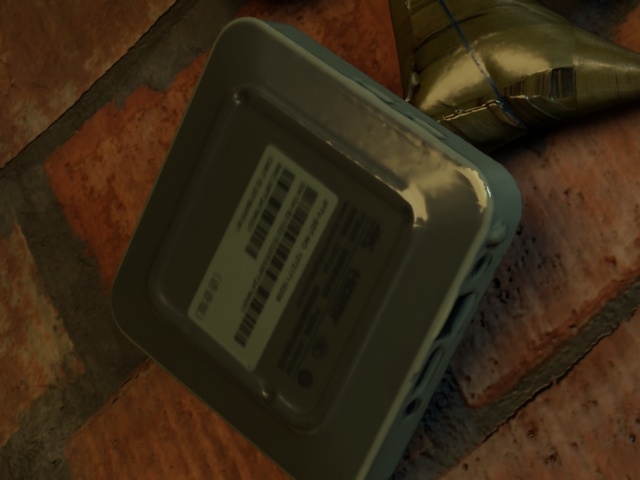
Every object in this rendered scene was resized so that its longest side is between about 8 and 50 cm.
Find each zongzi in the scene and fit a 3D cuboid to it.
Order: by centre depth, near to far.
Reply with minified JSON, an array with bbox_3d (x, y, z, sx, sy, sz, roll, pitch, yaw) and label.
[{"bbox_3d":[0.206,-0.223,1.833,0.289,0.123,0.260,-19,60,24],"label":"zongzi"}]

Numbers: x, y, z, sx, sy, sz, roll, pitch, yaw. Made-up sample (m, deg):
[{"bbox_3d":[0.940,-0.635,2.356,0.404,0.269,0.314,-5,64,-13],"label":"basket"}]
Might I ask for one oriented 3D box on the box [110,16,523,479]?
[{"bbox_3d":[-0.018,0.016,1.823,0.373,0.090,0.367,37,113,31],"label":"box"}]
